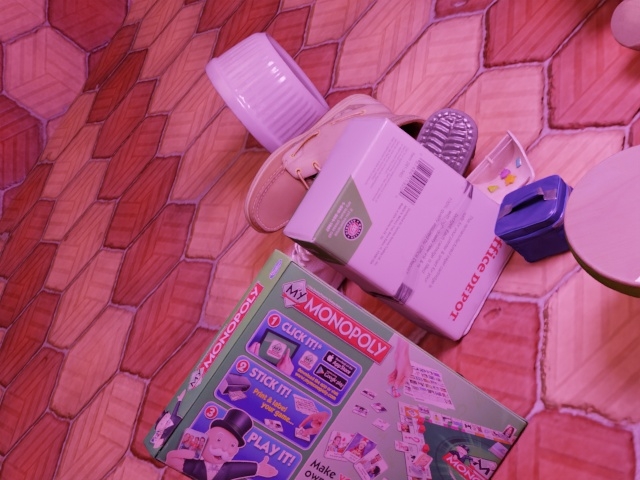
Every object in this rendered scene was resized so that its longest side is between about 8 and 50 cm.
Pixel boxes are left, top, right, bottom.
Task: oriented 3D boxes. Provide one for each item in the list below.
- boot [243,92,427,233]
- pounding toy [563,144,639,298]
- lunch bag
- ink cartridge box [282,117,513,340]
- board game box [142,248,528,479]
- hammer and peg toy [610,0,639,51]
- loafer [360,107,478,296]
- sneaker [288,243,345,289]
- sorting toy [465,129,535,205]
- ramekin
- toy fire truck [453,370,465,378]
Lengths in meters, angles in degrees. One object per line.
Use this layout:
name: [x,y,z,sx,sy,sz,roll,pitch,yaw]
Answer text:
boot: [0.022,-0.093,1.669,0.262,0.095,0.203,-42,27,-8]
pounding toy: [0.342,0.011,1.074,0.237,0.110,0.183,10,51,29]
lunch bag: [0.239,-0.026,1.292,0.098,0.065,0.067,-26,39,45]
ink cartridge box: [0.095,-0.011,1.341,0.160,0.219,0.092,-58,24,-9]
board game box: [0.023,0.180,1.125,0.213,0.317,0.046,-56,26,-3]
hammer and peg toy: [0.388,-0.400,1.364,0.266,0.127,0.361,-28,69,31]
loafer: [0.127,-0.039,1.487,0.251,0.094,0.087,-60,-16,2]
sneaker: [0.000,0.000,1.574,0.232,0.115,0.090,-42,53,25]
sorting toy: [0.220,-0.074,1.410,0.083,0.045,0.075,-48,35,12]
ramekin: [-0.076,-0.232,1.895,0.109,0.207,0.207,-39,29,10]
toy fire truck: [0.015,0.234,1.286,0.217,0.159,0.246,-3,68,57]
